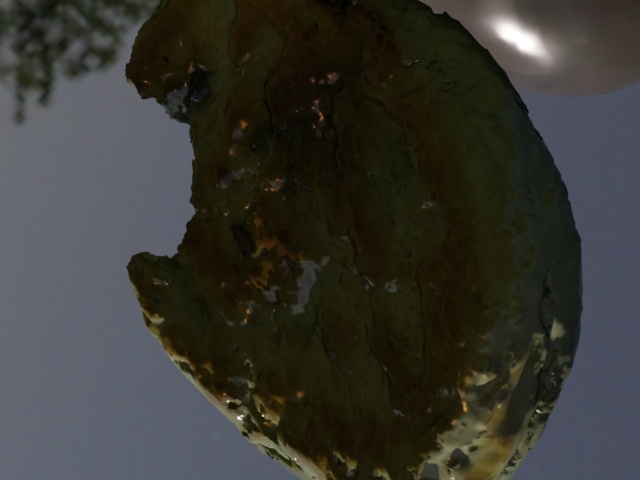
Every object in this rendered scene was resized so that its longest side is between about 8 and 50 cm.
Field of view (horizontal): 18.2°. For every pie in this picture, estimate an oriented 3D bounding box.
[{"bbox_3d":[0.005,0.003,0.955,0.067,0.303,0.302,-15,178,-37],"label":"pie"}]

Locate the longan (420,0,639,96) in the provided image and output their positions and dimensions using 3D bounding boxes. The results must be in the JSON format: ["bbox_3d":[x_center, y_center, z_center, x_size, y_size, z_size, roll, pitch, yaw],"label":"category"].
[{"bbox_3d":[0.125,-0.220,1.022,0.300,0.243,0.300,16,90,-74],"label":"longan"}]
